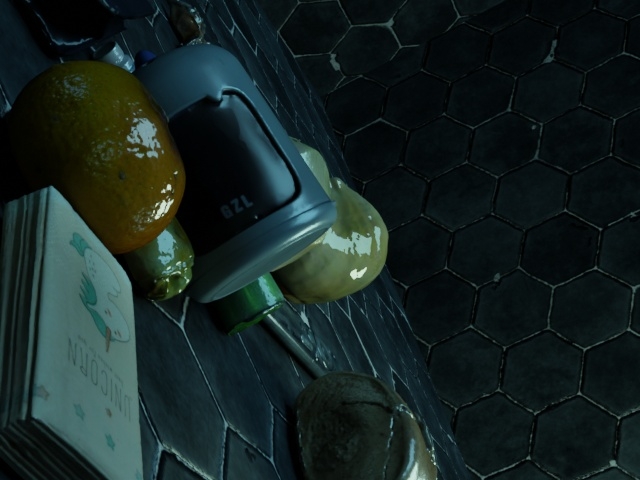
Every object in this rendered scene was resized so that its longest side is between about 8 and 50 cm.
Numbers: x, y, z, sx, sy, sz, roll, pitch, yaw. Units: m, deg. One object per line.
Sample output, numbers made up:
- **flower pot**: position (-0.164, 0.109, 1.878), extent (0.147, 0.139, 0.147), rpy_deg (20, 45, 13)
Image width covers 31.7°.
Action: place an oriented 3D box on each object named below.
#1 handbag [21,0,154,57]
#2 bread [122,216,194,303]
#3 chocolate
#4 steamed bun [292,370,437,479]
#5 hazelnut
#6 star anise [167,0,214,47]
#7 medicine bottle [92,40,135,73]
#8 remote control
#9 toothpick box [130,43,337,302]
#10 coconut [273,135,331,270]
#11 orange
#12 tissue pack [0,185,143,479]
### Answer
- **handbag**: position (-0.379, -0.432, 1.632), extent (0.303, 0.122, 0.329), rpy_deg (60, 10, -12)
- **bread**: position (-0.238, -0.033, 1.445), extent (0.232, 0.088, 0.128), rpy_deg (60, 1, 8)
- **chocolate**: position (-0.164, -0.004, 1.726), extent (0.291, 0.110, 0.110), rpy_deg (61, 9, 6)
- **steamed bun**: position (0.091, 0.355, 1.805), extent (0.251, 0.199, 0.301), rpy_deg (56, 11, -40)
- **hazelnut**: position (0.000, 0.000, 2.122), extent (0.261, 0.261, 0.241), rpy_deg (36, 60, -71)
- **star anise**: position (-0.263, -0.422, 2.426), extent (0.171, 0.063, 0.208), rpy_deg (56, 12, -47)
- **medicine bottle**: position (-0.311, -0.262, 1.748), extent (0.089, 0.052, 0.052), rpy_deg (56, 12, -35)
- **remote control**: position (-0.043, 0.175, 2.058), extent (0.377, 0.044, 0.107), rpy_deg (52, 18, -50)
- **toothpick box**: position (-0.163, -0.114, 1.584), extent (0.354, 0.263, 0.263), rpy_deg (58, 9, 4)
- **coconut**: position (-0.089, -0.062, 1.840), extent (0.197, 0.237, 0.236), rpy_deg (1, 61, -55)
- **orange**: position (-0.243, -0.094, 1.258), extent (0.224, 0.170, 0.224), rpy_deg (60, -1, 1)
- **tissue pack**: position (-0.240, 0.105, 1.070), extent (0.170, 0.071, 0.325), rpy_deg (58, 11, -39)
